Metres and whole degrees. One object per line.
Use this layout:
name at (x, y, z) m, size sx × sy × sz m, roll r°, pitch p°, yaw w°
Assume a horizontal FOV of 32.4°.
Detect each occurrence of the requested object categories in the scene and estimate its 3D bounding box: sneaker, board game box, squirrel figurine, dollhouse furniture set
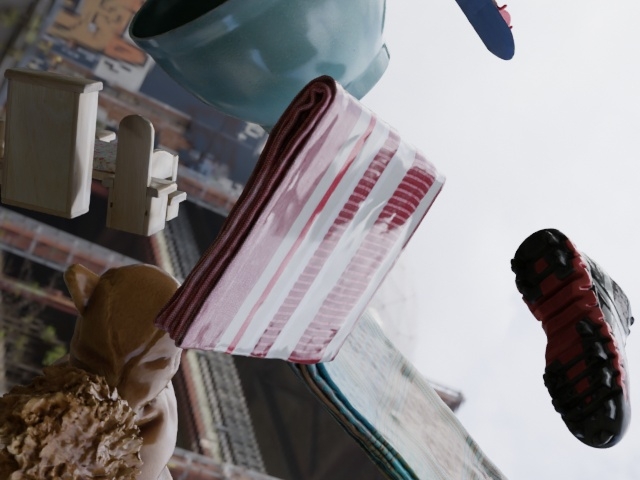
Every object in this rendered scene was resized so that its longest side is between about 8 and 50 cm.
sneaker at (0.311, 0.115, 1.265) m, size 0.097 × 0.135 × 0.276 m, roll -39°, pitch -136°, yaw 33°
board game box at (0.234, -0.333, 1.549) m, size 0.033 × 0.169 × 0.133 m, roll -35°, pitch -177°, yaw -5°
squirrel figurine at (-0.267, 0.221, 1.335) m, size 0.397 × 0.281 × 0.370 m, roll -75°, pitch -171°, yaw -74°
dollhouse furniture set at (-0.276, -0.155, 1.526) m, size 0.355 × 0.303 × 0.174 m, roll -35°, pitch 136°, yaw -66°

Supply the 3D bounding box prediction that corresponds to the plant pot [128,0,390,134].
plant pot at (-0.042, -0.241, 1.246) m, size 0.293 × 0.196 × 0.293 m, roll -28°, pitch -152°, yaw 16°

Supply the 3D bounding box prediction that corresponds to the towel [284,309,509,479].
towel at (0.108, 0.218, 1.324) m, size 0.040 × 0.370 × 0.271 m, roll -38°, pitch -172°, yaw 18°

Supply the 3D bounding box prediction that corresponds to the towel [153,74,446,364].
towel at (0.000, 0.000, 0.979) m, size 0.037 × 0.329 × 0.237 m, roll 35°, pitch -85°, yaw 23°
